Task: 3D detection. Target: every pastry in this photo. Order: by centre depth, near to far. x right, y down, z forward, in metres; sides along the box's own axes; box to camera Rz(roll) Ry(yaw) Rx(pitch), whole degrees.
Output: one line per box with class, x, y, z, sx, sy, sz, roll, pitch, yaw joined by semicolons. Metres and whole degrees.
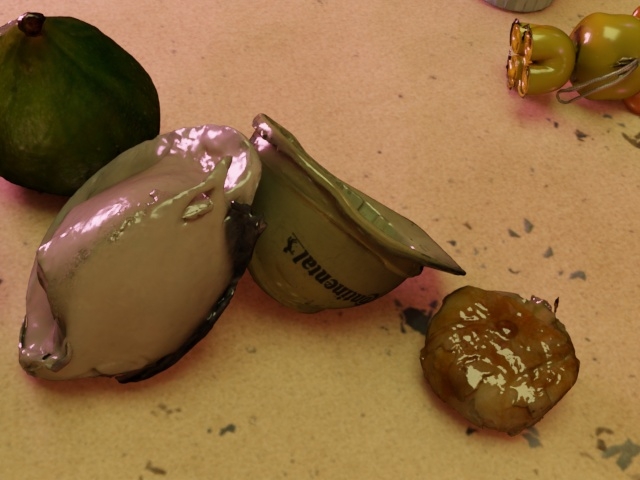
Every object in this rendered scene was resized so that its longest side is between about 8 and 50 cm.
pastry;0.170;0.111;0.990;0.153;0.081;0.153;4;60;-6

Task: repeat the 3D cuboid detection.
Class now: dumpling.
dumpling;-0.161;0.016;0.959;0.163;0.204;0.293;43;94;-16

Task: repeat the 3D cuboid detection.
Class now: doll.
doll;0.341;-0.227;1.272;0.220;0.143;0.135;1;16;-8

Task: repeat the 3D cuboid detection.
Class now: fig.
fig;-0.265;-0.167;1.044;0.203;0.235;0.203;2;53;-3

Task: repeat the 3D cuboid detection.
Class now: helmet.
helmet;0.001;0.005;1.014;0.257;0.137;0.204;35;8;-21

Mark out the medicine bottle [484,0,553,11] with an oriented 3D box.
medicine bottle;0.289;-0.459;1.329;0.158;0.318;0.158;6;51;-7
